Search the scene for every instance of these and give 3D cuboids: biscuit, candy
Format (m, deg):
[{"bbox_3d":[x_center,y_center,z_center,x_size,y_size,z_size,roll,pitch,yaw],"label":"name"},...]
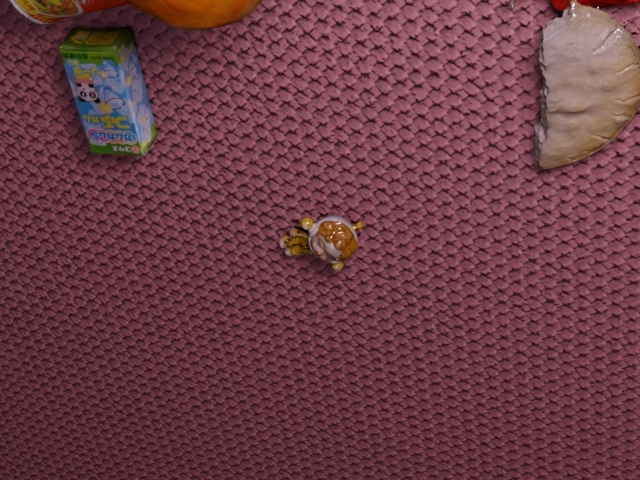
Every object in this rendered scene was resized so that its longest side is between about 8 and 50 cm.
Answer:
[{"bbox_3d":[0.353,-0.194,1.526,0.141,0.038,0.289,-1,140,7],"label":"biscuit"},{"bbox_3d":[-0.316,-0.222,1.755,0.097,0.062,0.194,4,131,16],"label":"candy"}]

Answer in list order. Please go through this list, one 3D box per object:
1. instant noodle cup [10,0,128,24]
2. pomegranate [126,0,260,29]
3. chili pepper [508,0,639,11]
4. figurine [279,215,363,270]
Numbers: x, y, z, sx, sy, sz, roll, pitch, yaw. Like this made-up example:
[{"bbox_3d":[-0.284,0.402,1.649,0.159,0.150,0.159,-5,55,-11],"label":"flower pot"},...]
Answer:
[{"bbox_3d":[-0.313,-0.380,1.551,0.212,0.193,0.193,-12,125,40],"label":"instant noodle cup"},{"bbox_3d":[-0.140,-0.380,1.387,0.264,0.264,0.264,10,132,12],"label":"pomegranate"},{"bbox_3d":[0.363,-0.311,1.437,0.268,0.050,0.059,-1,113,20],"label":"chili pepper"},{"bbox_3d":[0.002,0.004,1.837,0.101,0.068,0.143,38,144,-9],"label":"figurine"}]
